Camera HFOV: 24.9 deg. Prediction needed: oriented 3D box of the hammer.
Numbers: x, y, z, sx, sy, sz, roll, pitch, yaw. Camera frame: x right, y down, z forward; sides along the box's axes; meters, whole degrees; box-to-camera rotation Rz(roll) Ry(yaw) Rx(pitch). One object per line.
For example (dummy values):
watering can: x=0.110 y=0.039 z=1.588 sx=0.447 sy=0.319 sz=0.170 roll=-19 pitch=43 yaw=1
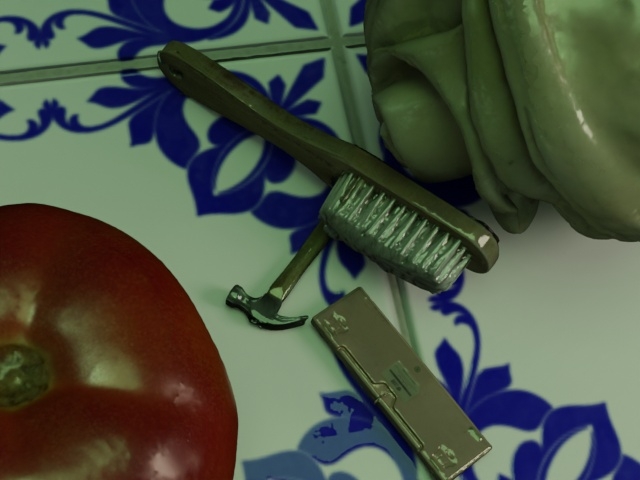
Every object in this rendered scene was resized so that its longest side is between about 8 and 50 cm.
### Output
hammer: x=0.000 y=0.000 z=1.170 sx=0.062 sy=0.017 sz=0.182 roll=35 pitch=65 yaw=8

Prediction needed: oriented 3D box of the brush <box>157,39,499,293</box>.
brush: x=-0.008 y=-0.056 z=1.158 sx=0.327 sy=0.070 sz=0.065 roll=34 pitch=73 yaw=15

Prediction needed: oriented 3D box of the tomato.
tomato: x=-0.199 y=0.120 z=0.975 sx=0.298 sy=0.226 sz=0.299 roll=2 pitch=59 yaw=-3

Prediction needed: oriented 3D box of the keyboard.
keyboard: x=0.060 y=0.113 z=1.128 sx=0.055 sy=0.017 sz=0.166 roll=-33 pitch=74 yaw=-24

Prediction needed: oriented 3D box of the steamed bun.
steamed bun: x=0.168 y=-0.111 z=1.114 sx=0.324 sy=0.310 sz=0.219 roll=40 pitch=94 yaw=6
